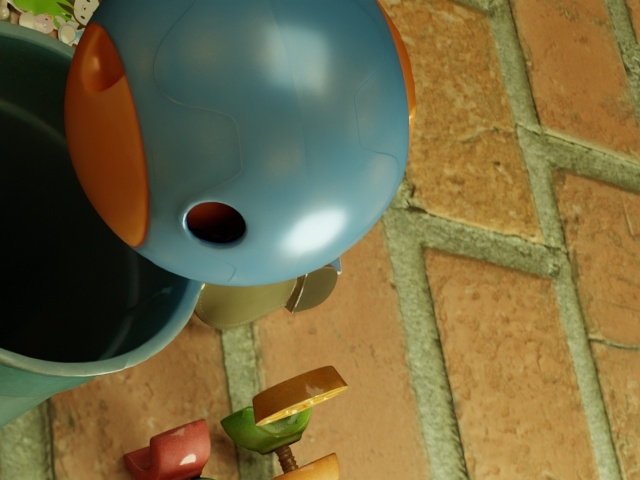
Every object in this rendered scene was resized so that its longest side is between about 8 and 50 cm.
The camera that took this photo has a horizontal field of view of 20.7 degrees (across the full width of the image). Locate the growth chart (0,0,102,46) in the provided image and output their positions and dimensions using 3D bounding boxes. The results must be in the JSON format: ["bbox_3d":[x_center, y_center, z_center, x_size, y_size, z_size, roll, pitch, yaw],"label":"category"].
[{"bbox_3d":[-0.283,-0.294,2.085,0.237,0.021,0.172,12,55,-35],"label":"growth chart"}]

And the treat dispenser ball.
[{"bbox_3d":[-0.065,-0.106,1.435,0.288,0.288,0.288,23,48,-28],"label":"treat dispenser ball"}]

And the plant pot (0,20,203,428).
[{"bbox_3d":[-0.335,0.036,1.564,0.341,0.334,0.341,24,47,-28],"label":"plant pot"}]

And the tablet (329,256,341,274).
[{"bbox_3d":[0.000,0.000,2.135,0.054,0.006,0.083,18,50,-32],"label":"tablet"}]

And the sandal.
[{"bbox_3d":[-0.085,0.042,1.997,0.079,0.088,0.240,36,24,33],"label":"sandal"}]

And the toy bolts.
[{"bbox_3d":[-0.061,0.245,1.778,0.229,0.218,0.158,-18,80,-28],"label":"toy bolts"}]
